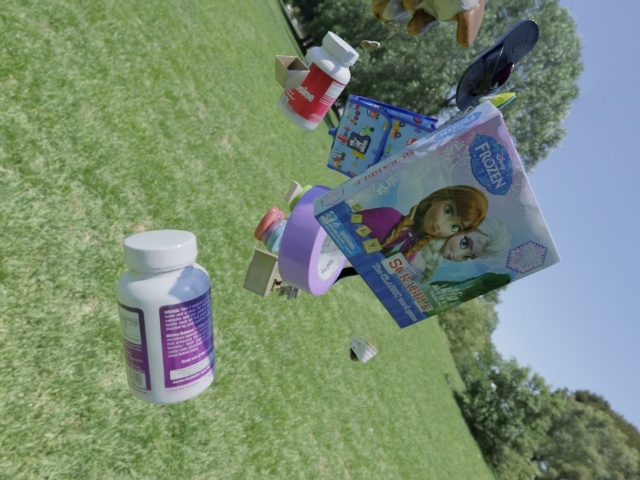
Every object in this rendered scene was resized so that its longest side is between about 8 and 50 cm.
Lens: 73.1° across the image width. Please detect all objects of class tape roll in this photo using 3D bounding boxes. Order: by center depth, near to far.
[{"bbox_3d":[0.000,0.000,1.120,0.275,0.090,0.274,-49,150,-42],"label":"tape roll"}]

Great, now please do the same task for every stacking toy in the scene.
[{"bbox_3d":[-0.092,-0.068,1.626,0.130,0.279,0.309,40,9,11],"label":"stacking toy"}]

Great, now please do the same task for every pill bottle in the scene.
[{"bbox_3d":[-0.292,0.139,0.824,0.169,0.169,0.301,-84,176,-73],"label":"pill bottle"},{"bbox_3d":[-0.010,-0.746,2.033,0.229,0.407,0.229,30,29,-19],"label":"pill bottle"}]

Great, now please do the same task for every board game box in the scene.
[{"bbox_3d":[0.205,-0.018,0.749,0.318,0.318,0.066,51,21,-29],"label":"board game box"}]

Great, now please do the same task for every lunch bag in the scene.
[{"bbox_3d":[0.166,-0.284,1.273,0.138,0.293,0.220,-67,175,-57],"label":"lunch bag"}]

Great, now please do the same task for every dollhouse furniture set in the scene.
[{"bbox_3d":[-0.193,0.128,1.758,0.212,0.160,0.242,21,4,17],"label":"dollhouse furniture set"}]

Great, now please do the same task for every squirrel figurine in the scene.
[{"bbox_3d":[0.373,-0.894,1.496,0.371,0.396,0.281,17,-13,41],"label":"squirrel figurine"}]

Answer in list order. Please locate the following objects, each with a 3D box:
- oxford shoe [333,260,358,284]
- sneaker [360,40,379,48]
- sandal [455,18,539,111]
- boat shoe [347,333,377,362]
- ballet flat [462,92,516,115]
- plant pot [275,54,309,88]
[{"bbox_3d":[0.138,0.035,1.405,0.146,0.397,0.140,58,-3,28],"label":"oxford shoe"},{"bbox_3d":[0.218,-0.852,1.880,0.037,0.083,0.031,-53,156,-51],"label":"sneaker"},{"bbox_3d":[0.744,-0.733,1.813,0.168,0.445,0.107,35,13,-31],"label":"sandal"},{"bbox_3d":[0.155,0.467,1.834,0.098,0.096,0.277,44,-12,2],"label":"boat shoe"},{"bbox_3d":[0.568,-0.457,1.525,0.077,0.231,0.077,52,29,2],"label":"ballet flat"},{"bbox_3d":[-0.129,-0.689,1.786,0.109,0.109,0.096,56,-40,27],"label":"plant pot"}]
